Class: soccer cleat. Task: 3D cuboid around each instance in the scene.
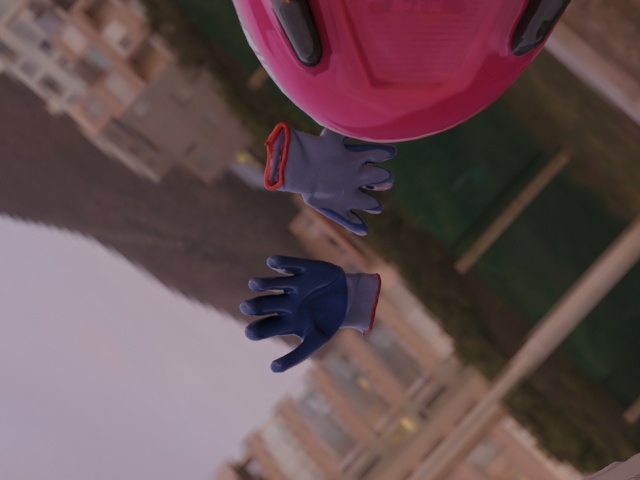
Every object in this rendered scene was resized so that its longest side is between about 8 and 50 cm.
[{"bbox_3d":[0.011,-0.195,0.466,0.143,0.116,0.331,-123,26,-64],"label":"soccer cleat"}]

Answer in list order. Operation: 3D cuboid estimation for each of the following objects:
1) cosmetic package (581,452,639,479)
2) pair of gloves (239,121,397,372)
[{"bbox_3d":[0.202,0.264,0.571,0.327,0.394,0.329,-18,-83,-44],"label":"cosmetic package"},{"bbox_3d":[0.000,0.000,1.325,0.023,0.198,0.159,14,-174,37],"label":"pair of gloves"}]
